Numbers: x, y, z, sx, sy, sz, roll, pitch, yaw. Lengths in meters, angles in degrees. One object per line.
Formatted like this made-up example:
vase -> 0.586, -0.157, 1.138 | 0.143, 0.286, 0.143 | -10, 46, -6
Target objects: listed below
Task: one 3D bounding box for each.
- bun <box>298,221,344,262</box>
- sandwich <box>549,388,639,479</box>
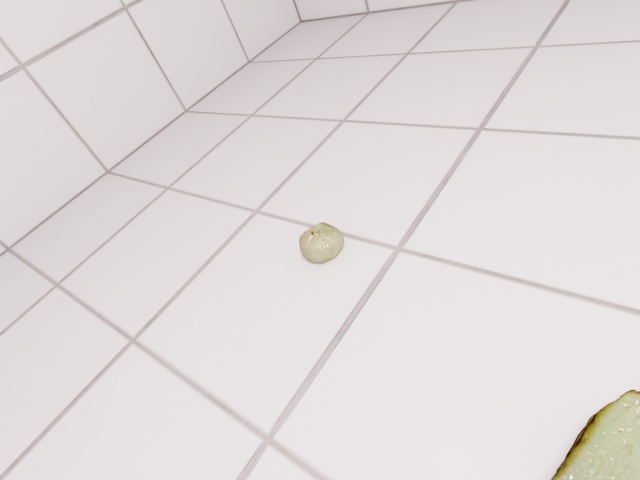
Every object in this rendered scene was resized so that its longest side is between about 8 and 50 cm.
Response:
bun -> 0.000, 0.000, 1.059 | 0.115, 0.069, 0.115 | -13, 43, 12
sandwich -> 0.419, 0.318, 0.470 | 0.249, 0.095, 0.273 | -39, 33, -19
